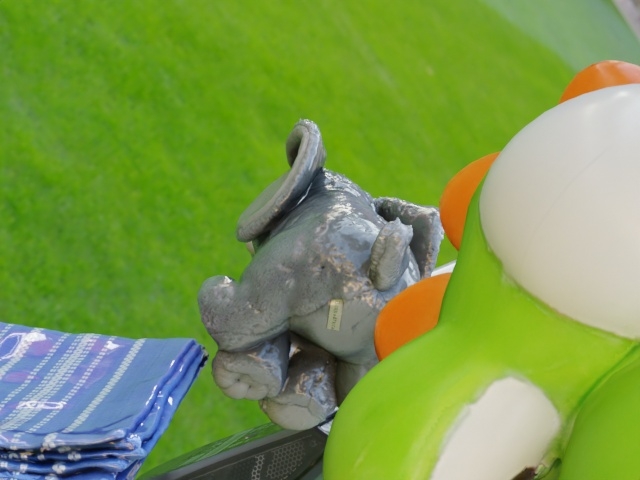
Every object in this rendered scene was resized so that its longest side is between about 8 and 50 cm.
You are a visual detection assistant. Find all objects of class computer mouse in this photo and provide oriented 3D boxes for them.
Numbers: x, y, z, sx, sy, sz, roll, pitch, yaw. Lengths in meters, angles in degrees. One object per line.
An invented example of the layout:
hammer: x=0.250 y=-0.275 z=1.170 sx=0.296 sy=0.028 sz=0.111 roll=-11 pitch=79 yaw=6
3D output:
computer mouse: x=-0.023 y=0.178 z=1.130 sx=0.072 sy=0.272 sz=0.188 roll=68 pitch=23 yaw=0

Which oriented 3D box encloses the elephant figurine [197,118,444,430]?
elephant figurine: x=0.000 y=0.000 z=1.029 sx=0.239 sy=0.186 sz=0.169 roll=-81 pitch=157 yaw=-50

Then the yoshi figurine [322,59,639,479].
yoshi figurine: x=0.167 y=-0.011 z=0.361 sx=0.203 sy=0.362 sz=0.203 roll=44 pitch=6 yaw=-12

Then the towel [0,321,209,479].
towel: x=-0.248 y=0.079 z=0.889 sx=0.243 sy=0.335 sz=0.040 roll=-64 pitch=161 yaw=-76

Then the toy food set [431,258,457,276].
toy food set: x=0.222 y=0.029 z=1.066 sx=0.219 sy=0.306 sz=0.092 roll=-18 pitch=104 yaw=-58
